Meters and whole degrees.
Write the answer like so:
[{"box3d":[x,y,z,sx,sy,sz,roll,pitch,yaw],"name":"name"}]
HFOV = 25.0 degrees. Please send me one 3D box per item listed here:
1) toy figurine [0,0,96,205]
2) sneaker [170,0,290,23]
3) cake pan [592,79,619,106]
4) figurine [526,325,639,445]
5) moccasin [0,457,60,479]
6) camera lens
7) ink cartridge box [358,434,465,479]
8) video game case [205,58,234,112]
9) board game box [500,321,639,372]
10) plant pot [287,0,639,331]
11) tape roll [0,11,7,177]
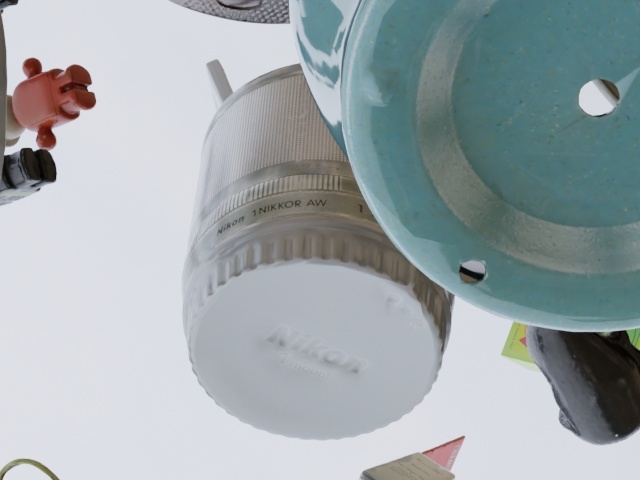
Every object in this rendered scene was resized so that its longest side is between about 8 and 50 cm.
[{"box3d":[-0.351,-0.141,1.442,0.213,0.148,0.209,53,-147,-33],"name":"toy figurine"},{"box3d":[-0.012,-0.276,1.383,0.290,0.106,0.123,-1,-97,-7],"name":"sneaker"},{"box3d":[0.210,-0.213,0.944,0.293,0.054,0.293,27,-126,-45],"name":"cake pan"},{"box3d":[0.241,0.021,1.156,0.209,0.215,0.092,56,168,-28],"name":"figurine"},{"box3d":[-0.245,0.269,1.225,0.380,0.139,0.147,0,-85,-50],"name":"moccasin"},{"box3d":[0.000,0.000,1.207,0.219,0.219,0.274,32,-146,-23],"name":"camera lens"},{"box3d":[0.078,0.365,1.619,0.060,0.275,0.239,31,-161,29],"name":"ink cartridge box"},{"box3d":[-0.083,-0.102,1.577,0.143,0.019,0.157,85,161,-73],"name":"video game case"},{"box3d":[0.261,0.090,1.377,0.043,0.181,0.092,27,-99,-35],"name":"board game box"},{"box3d":[0.105,-0.103,0.604,0.271,0.271,0.255,39,-155,-14],"name":"plant pot"},{"box3d":[-0.288,-0.094,1.025,0.072,0.219,0.219,0,-126,-30],"name":"tape roll"}]
